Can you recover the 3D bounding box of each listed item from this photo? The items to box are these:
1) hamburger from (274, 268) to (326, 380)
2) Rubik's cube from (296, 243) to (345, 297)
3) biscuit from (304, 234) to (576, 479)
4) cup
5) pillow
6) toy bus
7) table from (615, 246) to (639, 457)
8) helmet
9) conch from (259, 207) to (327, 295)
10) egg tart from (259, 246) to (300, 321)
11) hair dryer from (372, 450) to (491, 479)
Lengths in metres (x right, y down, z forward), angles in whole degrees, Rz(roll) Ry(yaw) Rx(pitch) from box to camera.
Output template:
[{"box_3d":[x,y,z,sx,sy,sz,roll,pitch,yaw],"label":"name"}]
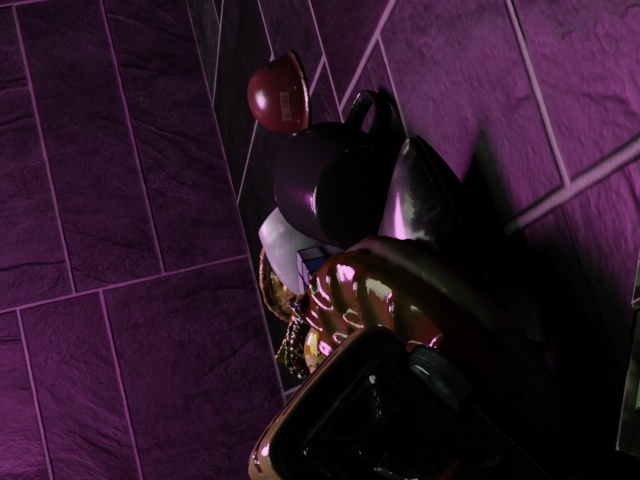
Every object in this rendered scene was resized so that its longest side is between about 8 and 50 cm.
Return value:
[{"box_3d":[0.035,0.112,1.128,0.093,0.164,0.190,38,126,46],"label":"hamburger"},{"box_3d":[0.061,0.093,1.284,0.154,0.155,0.151,-125,27,-61],"label":"Rubik's cube"},{"box_3d":[0.116,0.137,0.924,0.332,0.103,0.332,41,155,24],"label":"biscuit"},{"box_3d":[0.040,-0.096,1.218,0.223,0.169,0.176,-69,23,8],"label":"cup"},{"box_3d":[0.123,0.017,1.022,0.250,0.106,0.186,95,153,-63],"label":"pillow"},{"box_3d":[0.106,0.253,0.766,0.365,0.177,0.202,44,157,-2],"label":"toy bus"},{"box_3d":[0.245,0.042,0.540,0.146,0.062,0.175,111,176,-70],"label":"table"},{"box_3d":[-0.086,-0.270,1.735,0.155,0.106,0.175,-116,13,-50],"label":"helmet"},{"box_3d":[0.005,0.002,1.392,0.121,0.221,0.185,21,86,34],"label":"conch"},{"box_3d":[-0.012,0.045,1.551,0.090,0.212,0.213,1,105,46],"label":"egg tart"},{"box_3d":[0.176,0.259,0.606,0.340,0.123,0.313,25,129,26],"label":"hair dryer"}]
